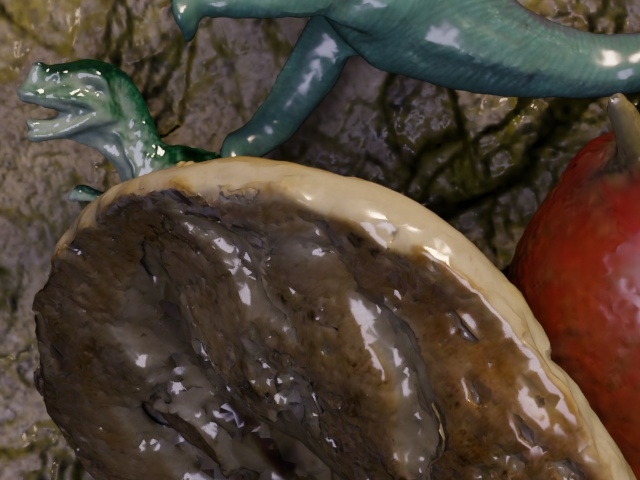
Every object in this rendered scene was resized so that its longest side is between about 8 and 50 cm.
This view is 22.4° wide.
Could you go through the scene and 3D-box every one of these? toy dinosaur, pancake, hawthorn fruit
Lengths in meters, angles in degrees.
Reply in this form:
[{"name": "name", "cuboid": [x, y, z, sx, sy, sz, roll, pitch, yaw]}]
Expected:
[{"name": "toy dinosaur", "cuboid": [0.067, -0.201, 0.873, 0.331, 0.129, 0.383, -16, 86, -4]}, {"name": "pancake", "cuboid": [0.014, 0.115, 0.830, 0.387, 0.082, 0.387, 26, 141, 23]}, {"name": "toy dinosaur", "cuboid": [-0.025, 0.040, 0.931, 0.383, 0.076, 0.129, 33, 111, -8]}, {"name": "hawthorn fruit", "cuboid": [0.173, 0.030, 0.799, 0.199, 0.199, 0.251, -18, 122, 13]}]
